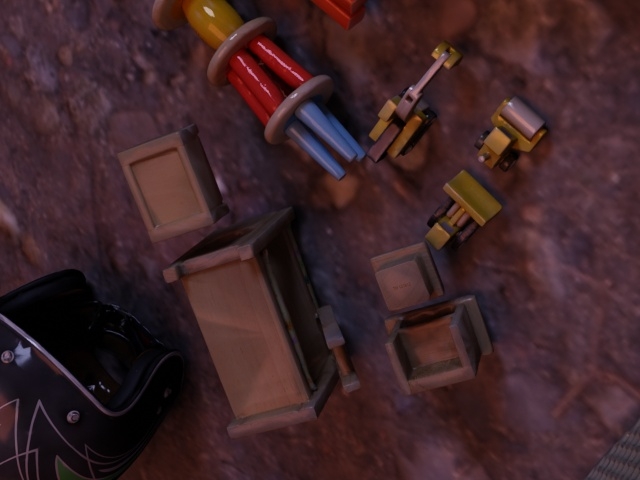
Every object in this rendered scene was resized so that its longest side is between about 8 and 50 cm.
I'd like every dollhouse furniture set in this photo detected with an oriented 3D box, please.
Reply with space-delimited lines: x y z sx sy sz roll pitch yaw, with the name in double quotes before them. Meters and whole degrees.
"dollhouse furniture set" 0.000 0.000 0.605 0.160 0.101 0.182 -17 101 18

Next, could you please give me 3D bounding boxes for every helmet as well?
"helmet" -0.198 0.114 0.736 0.169 0.161 0.170 16 120 30

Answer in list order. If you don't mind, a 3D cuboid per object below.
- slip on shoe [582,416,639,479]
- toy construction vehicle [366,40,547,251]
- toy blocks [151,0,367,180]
"slip on shoe" 0.221 0.097 0.460 0.101 0.123 0.331 32 131 4
"toy construction vehicle" 0.068 -0.047 0.549 0.086 0.035 0.098 47 130 9
"toy blocks" -0.015 -0.117 0.565 0.148 0.054 0.123 46 131 10
